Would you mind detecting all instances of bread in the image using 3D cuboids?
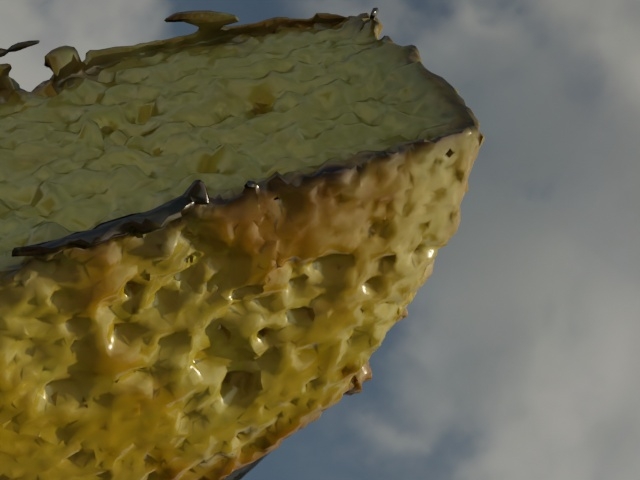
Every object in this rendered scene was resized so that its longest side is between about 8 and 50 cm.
[{"bbox_3d":[-0.078,0.015,0.508,0.160,0.261,0.147,38,-41,49],"label":"bread"}]

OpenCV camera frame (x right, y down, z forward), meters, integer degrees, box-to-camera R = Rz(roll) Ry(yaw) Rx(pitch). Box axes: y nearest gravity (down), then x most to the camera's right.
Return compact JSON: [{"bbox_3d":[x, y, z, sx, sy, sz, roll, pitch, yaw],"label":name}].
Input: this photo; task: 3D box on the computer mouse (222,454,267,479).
[{"bbox_3d":[-0.093,0.075,0.727,0.100,0.269,0.170,61,-7,-30],"label":"computer mouse"}]
